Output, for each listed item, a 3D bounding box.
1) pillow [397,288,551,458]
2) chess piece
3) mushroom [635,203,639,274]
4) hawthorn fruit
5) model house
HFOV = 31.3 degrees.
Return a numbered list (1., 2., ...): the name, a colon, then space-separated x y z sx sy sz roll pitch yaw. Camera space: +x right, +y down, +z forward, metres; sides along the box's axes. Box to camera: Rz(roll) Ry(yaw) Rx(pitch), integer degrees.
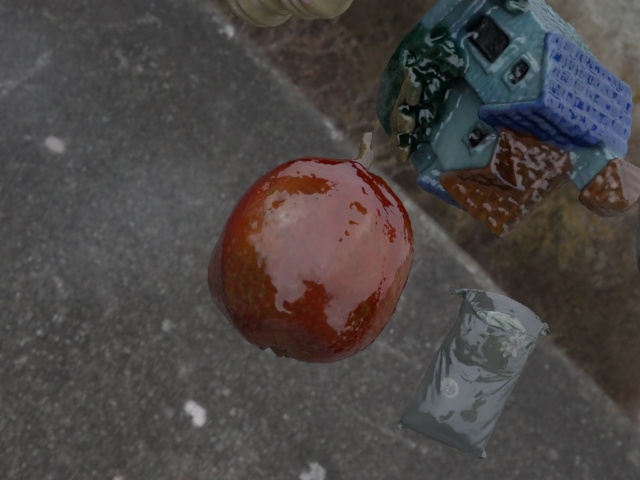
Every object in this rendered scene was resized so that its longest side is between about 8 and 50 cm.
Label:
1. pillow: 0.238 0.204 1.740 0.169 0.255 0.059 25 2 -11
2. chess piece: -0.019 -0.349 1.510 0.124 0.139 0.307 11 6 -33
3. mushroom: 0.563 -0.024 1.867 0.103 0.118 0.270 4 61 -10
4. hawthorn fruit: 0.000 0.000 1.185 0.205 0.253 0.205 23 -1 1
5. model house: 0.253 -0.136 1.482 0.251 0.295 0.329 27 28 -42
